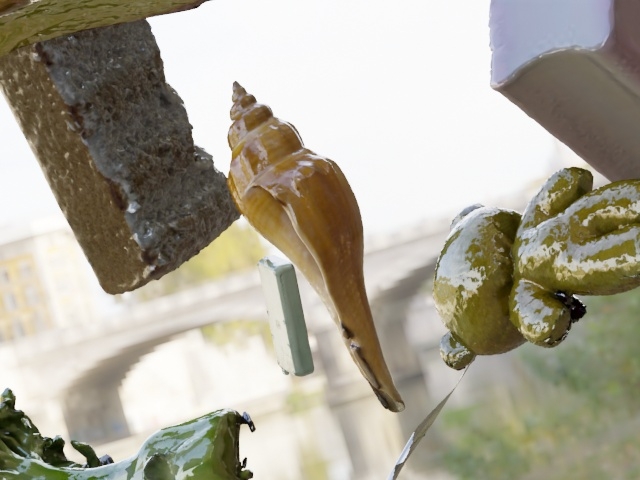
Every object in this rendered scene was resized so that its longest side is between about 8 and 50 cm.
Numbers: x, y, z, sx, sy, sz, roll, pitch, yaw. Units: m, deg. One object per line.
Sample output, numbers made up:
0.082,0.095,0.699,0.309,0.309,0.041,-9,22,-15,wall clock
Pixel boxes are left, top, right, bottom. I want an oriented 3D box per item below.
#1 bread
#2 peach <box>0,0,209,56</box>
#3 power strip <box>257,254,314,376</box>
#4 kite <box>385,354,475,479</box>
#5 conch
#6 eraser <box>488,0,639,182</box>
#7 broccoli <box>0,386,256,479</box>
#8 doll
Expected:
-0.229,-0.161,1.816,0.113,0.416,0.165,-15,19,37,bread
-0.162,-0.232,1.112,0.258,0.201,0.362,-15,2,-18,peach
-0.024,0.053,1.300,0.016,0.090,0.040,-16,15,-19,power strip
0.034,0.179,1.179,0.245,0.015,0.141,-56,-9,-44,kite
0.004,-0.002,1.640,0.093,0.330,0.109,-28,-10,-30,conch
0.279,-0.164,1.463,0.122,0.272,0.359,-20,-37,35,eraser
-0.184,0.181,1.095,0.180,0.242,0.273,23,-57,-32,broccoli
0.168,0.021,1.294,0.097,0.137,0.209,26,-27,-36,doll
